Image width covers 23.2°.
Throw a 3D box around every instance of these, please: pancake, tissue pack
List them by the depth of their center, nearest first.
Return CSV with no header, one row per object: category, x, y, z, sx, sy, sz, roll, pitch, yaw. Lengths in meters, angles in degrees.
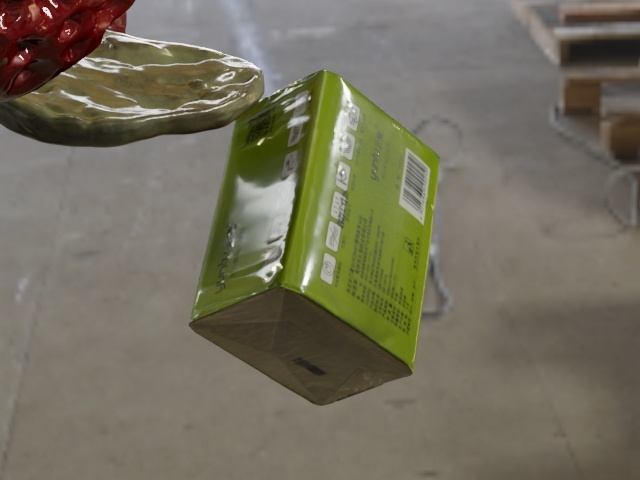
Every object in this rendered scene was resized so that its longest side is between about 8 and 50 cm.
pancake,-0.204,-0.148,1.439,0.294,0.050,0.294,7,24,-3
tissue pack,0.000,0.000,1.636,0.167,0.200,0.275,-23,45,41

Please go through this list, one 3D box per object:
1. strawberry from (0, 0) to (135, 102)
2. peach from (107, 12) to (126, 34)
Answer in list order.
strawberry,-0.308,-0.232,1.136,0.295,0.317,0.345,-35,10,29
peach,-0.263,-0.255,1.754,0.100,0.101,0.101,-3,23,1
